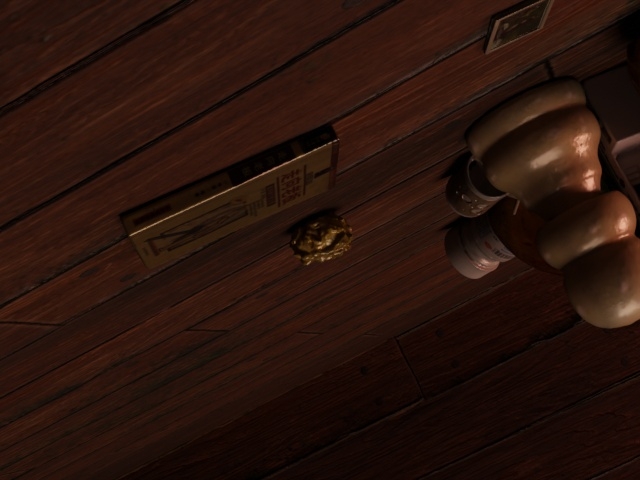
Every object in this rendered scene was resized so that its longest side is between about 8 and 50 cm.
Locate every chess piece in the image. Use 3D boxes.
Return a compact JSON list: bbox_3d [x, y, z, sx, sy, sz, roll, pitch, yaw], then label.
[{"bbox_3d":[0.316,-0.036,1.402,0.167,0.299,0.167,-26,167,-6],"label":"chess piece"}]

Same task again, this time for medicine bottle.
[{"bbox_3d":[0.304,-0.013,1.962,0.105,0.105,0.168,-14,163,-45],"label":"medicine bottle"}]

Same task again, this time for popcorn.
[{"bbox_3d":[0.000,0.000,1.489,0.082,0.057,0.083,-19,169,-26],"label":"popcorn"}]

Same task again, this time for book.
[{"bbox_3d":[-0.089,-0.041,1.192,0.231,0.026,0.161,-25,168,-7],"label":"book"}]

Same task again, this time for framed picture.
[{"bbox_3d":[0.190,-0.208,1.095,0.066,0.006,0.089,-25,169,-4],"label":"framed picture"}]

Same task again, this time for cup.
[{"bbox_3d":[0.232,-0.078,1.575,0.102,0.074,0.099,-1,164,-15],"label":"cup"}]

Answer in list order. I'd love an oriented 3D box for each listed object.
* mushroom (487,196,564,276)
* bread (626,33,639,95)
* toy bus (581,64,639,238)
[{"bbox_3d":[0.442,-0.075,1.746,0.345,0.259,0.345,8,169,1],"label":"mushroom"},{"bbox_3d":[0.479,-0.187,1.360,0.149,0.195,0.344,-54,157,24],"label":"bread"},{"bbox_3d":[0.421,-0.075,1.464,0.113,0.301,0.139,-21,160,-8],"label":"toy bus"}]
